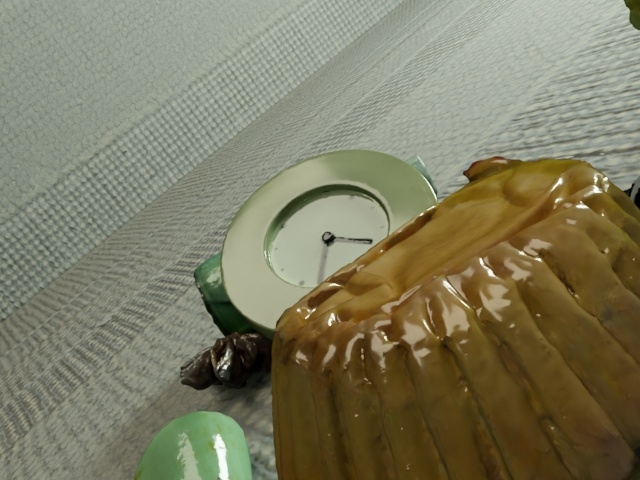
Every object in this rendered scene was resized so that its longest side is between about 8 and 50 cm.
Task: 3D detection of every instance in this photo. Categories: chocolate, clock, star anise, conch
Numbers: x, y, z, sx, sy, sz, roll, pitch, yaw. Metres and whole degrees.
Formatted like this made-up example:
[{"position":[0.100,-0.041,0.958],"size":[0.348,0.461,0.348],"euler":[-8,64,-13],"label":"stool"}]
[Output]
[{"position":[0.000,0.000,0.780],"size":[0.291,0.110,0.110],"euler":[-32,18,1],"label":"chocolate"},{"position":[0.009,0.001,0.697],"size":[0.235,0.029,0.235],"euler":[-11,51,14],"label":"clock"},{"position":[-0.094,0.126,0.700],"size":[0.124,0.056,0.129],"euler":[-18,-3,-44],"label":"star anise"},{"position":[-0.096,0.195,0.510],"size":[0.106,0.079,0.170],"euler":[-50,25,3],"label":"conch"}]

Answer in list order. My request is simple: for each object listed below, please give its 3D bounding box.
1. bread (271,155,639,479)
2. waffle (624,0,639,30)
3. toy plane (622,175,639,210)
[{"position":[0.081,0.068,0.393],"size":[0.274,0.149,0.274],"euler":[-31,12,8],"label":"bread"},{"position":[0.354,-0.250,0.479],"size":[0.073,0.297,0.317],"euler":[-14,-7,-40],"label":"waffle"},{"position":[0.251,-0.031,0.498],"size":[0.197,0.053,0.078],"euler":[-36,10,-4],"label":"toy plane"}]
